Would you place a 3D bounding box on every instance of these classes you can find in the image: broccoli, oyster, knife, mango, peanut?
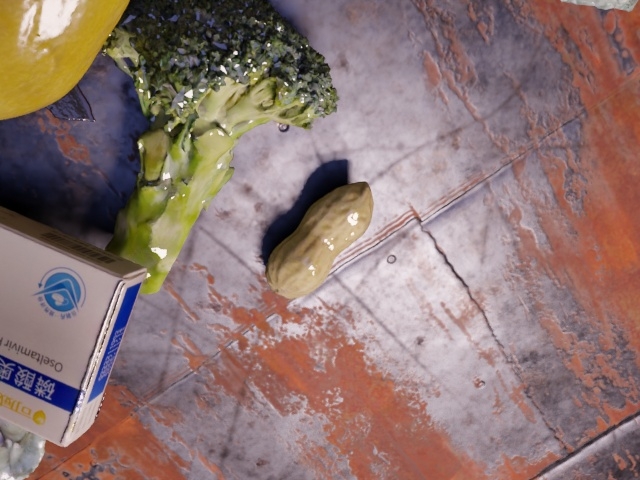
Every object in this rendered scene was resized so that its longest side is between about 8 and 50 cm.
[{"bbox_3d":[-0.165,-0.109,0.673,0.361,0.221,0.252,-46,141,13],"label":"broccoli"},{"bbox_3d":[-0.466,0.216,0.792,0.252,0.087,0.199,26,98,-22],"label":"oyster"},{"bbox_3d":[-0.336,-0.218,0.684,0.060,0.028,0.230,-42,113,-5],"label":"knife"},{"bbox_3d":[-0.252,-0.235,0.497,0.195,0.142,0.331,31,111,-28],"label":"mango"},{"bbox_3d":[0.000,0.000,0.780,0.082,0.082,0.187,37,102,-19],"label":"peanut"}]

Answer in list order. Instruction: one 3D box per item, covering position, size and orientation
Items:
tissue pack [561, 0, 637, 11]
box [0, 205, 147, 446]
[{"bbox_3d":[0.269,-0.426,0.547,0.162,0.287,0.388,19,111,24],"label":"tissue pack"},{"bbox_3d":[-0.383,0.061,0.683,0.343,0.065,0.200,22,97,6],"label":"box"}]
